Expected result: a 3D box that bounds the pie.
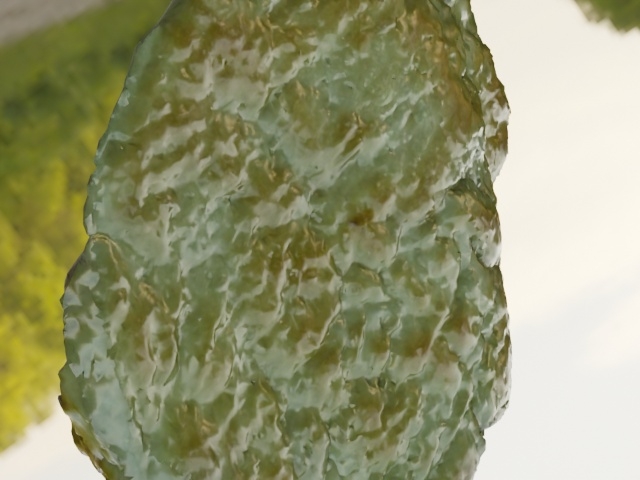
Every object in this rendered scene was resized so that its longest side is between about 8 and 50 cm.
[{"bbox_3d":[-0.005,-0.004,0.771,0.105,0.274,0.257,9,178,37],"label":"pie"}]
